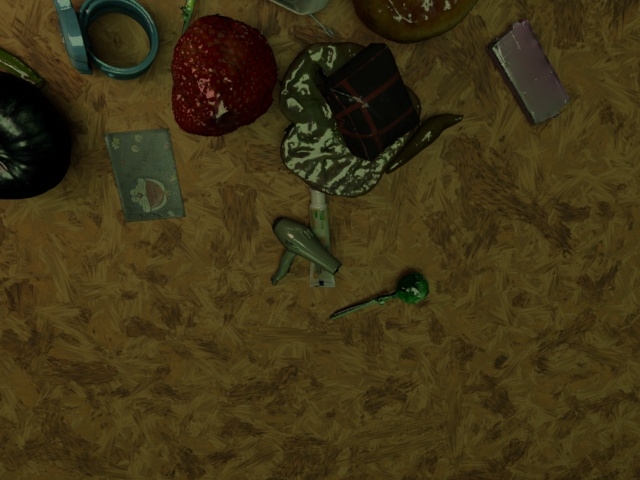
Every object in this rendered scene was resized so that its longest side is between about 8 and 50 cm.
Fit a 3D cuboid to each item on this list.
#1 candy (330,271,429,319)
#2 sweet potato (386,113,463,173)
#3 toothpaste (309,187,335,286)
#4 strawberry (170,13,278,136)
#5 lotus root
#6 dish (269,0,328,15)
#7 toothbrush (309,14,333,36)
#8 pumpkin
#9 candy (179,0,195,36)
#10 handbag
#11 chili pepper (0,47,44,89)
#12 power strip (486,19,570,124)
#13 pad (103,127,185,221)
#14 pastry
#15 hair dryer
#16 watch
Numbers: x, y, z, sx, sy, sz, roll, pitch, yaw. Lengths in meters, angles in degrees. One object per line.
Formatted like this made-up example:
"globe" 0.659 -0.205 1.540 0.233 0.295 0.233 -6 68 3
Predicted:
"candy" 0.177 0.186 1.366 0.323 0.097 0.097 -22 113 13
"sweet potato" 0.268 -0.269 1.185 0.249 0.069 0.059 -41 71 11
"toothpaste" 0.000 0.000 1.277 0.056 0.058 0.314 -22 122 -36
"strawberry" -0.211 -0.348 0.989 0.238 0.288 0.250 -1 133 -15
"lotus root" 0.069 -0.305 1.134 0.375 0.111 0.390 -14 111 -5
"dish" -0.084 -0.608 1.005 0.234 0.064 0.154 22 98 -12
"toothbrush" -0.031 -0.554 1.067 0.167 0.014 0.011 39 87 -18
"pumpkin" -0.745 -0.243 1.013 0.315 0.238 0.315 -9 129 -11
"candy" -0.312 -0.529 1.031 0.091 0.083 0.305 35 120 21
"handbag" 0.107 -0.306 1.001 0.169 0.155 0.215 -37 119 -8
"chili pepper" -0.752 -0.423 1.036 0.202 0.050 0.052 29 70 -14
"power strip" 0.546 -0.434 1.158 0.109 0.037 0.279 -38 111 10
"pad" -0.469 -0.170 1.187 0.170 0.006 0.245 -5 113 -3
"pastry" 0.212 -0.627 0.987 0.356 0.164 0.356 -4 110 -10
"hair dryer" -0.045 0.062 1.245 0.219 0.088 0.225 19 117 26
"watch" -0.470 -0.462 0.989 0.193 0.211 0.211 -14 114 -22
